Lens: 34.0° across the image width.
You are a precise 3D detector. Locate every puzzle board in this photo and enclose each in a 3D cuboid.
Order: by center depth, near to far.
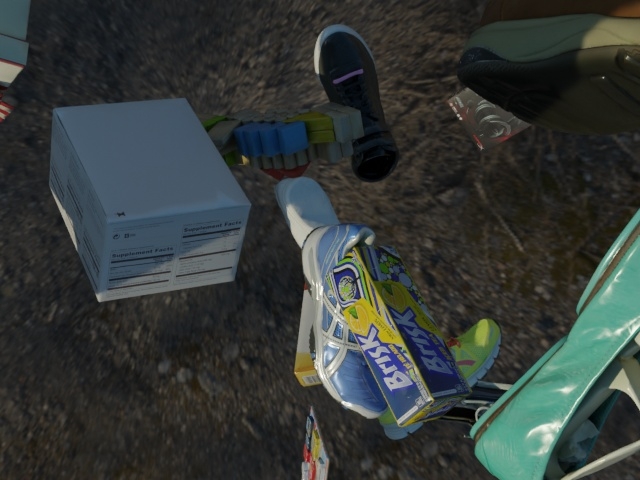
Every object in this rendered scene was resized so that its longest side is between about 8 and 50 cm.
[{"bbox_3d":[-0.008,0.282,1.276,0.011,0.096,0.128,-1,121,-12],"label":"puzzle board"}]

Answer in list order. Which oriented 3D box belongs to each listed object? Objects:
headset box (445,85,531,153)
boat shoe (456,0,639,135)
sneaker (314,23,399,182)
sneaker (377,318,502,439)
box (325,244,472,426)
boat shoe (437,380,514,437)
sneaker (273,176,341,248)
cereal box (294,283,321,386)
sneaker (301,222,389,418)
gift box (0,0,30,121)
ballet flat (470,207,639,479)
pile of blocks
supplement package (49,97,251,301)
[{"bbox_3d":[0.168,-0.127,0.964,0.062,0.083,0.032,55,46,-7],"label":"headset box"},{"bbox_3d":[0.208,-0.126,0.556,0.123,0.324,0.119,28,81,-38],"label":"boat shoe"},{"bbox_3d":[0.072,-0.225,1.800,0.105,0.147,0.295,-20,133,-3],"label":"sneaker"},{"bbox_3d":[0.146,0.165,1.371,0.208,0.081,0.094,-40,100,-4],"label":"sneaker"},{"bbox_3d":[0.072,0.088,0.990,0.059,0.054,0.169,-3,56,-42],"label":"box"},{"bbox_3d":[0.228,0.242,1.497,0.255,0.095,0.079,14,61,3],"label":"boat shoe"},{"bbox_3d":[0.000,0.000,1.507,0.080,0.094,0.212,-34,107,-22],"label":"sneaker"},{"bbox_3d":[0.049,0.141,1.860,0.173,0.240,0.047,-13,133,17],"label":"cereal box"},{"bbox_3d":[0.036,0.081,1.091,0.080,0.081,0.211,-9,83,-39],"label":"sneaker"},{"bbox_3d":[-0.612,-0.341,1.714,0.255,0.276,0.258,11,66,-26],"label":"gift box"},{"bbox_3d":[0.182,0.068,0.618,0.087,0.083,0.247,46,125,26],"label":"ballet flat"},{"bbox_3d":[-0.106,-0.137,1.654,0.362,0.149,0.112,-1,117,22],"label":"pile of blocks"},{"bbox_3d":[-0.248,-0.066,1.478,0.204,0.262,0.145,-9,135,-27],"label":"supplement package"}]
